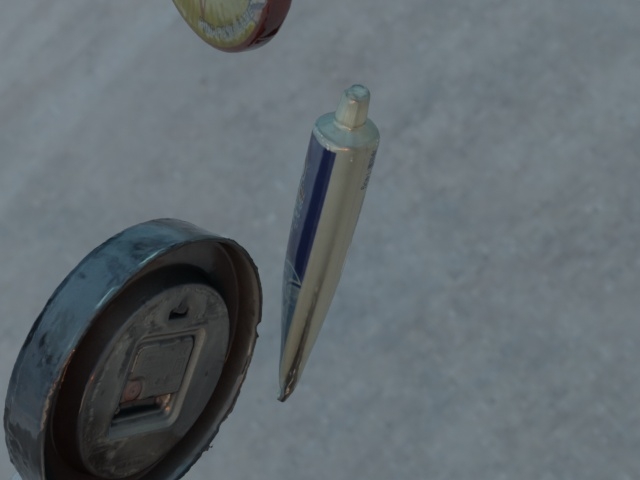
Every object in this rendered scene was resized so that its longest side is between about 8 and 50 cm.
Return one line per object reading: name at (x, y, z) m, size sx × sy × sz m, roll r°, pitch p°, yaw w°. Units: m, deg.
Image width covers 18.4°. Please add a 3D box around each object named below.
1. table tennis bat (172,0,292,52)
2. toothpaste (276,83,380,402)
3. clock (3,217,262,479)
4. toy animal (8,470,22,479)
table tennis bat at (-0.085, -0.272, 1.327) m, size 0.038 × 0.310 × 0.200 m, roll -13°, pitch -19°, yaw -28°
toothpaste at (-0.001, -0.001, 1.442) m, size 0.047 × 0.268 × 0.069 m, roll -11°, pitch 44°, yaw -29°
clock at (-0.129, 0.091, 1.386) m, size 0.049 × 0.226 × 0.226 m, roll 27°, pitch 71°, yaw 30°
toy animal at (-0.113, 0.276, 1.491) m, size 0.265 × 0.206 × 0.271 m, roll -16°, pitch 40°, yaw 17°
